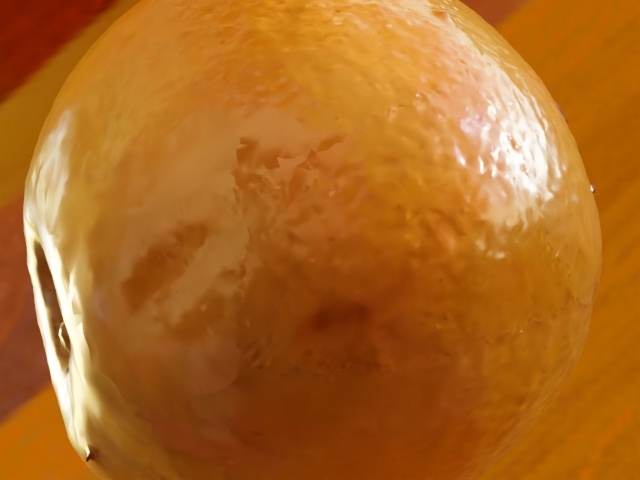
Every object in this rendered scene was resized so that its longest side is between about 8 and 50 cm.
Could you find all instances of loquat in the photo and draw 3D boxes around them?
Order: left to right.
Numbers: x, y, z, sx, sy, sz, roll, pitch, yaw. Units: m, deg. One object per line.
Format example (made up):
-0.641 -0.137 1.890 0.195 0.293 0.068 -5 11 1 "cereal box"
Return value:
0.000 0.000 0.879 0.274 0.275 0.275 -11 44 11 "loquat"
